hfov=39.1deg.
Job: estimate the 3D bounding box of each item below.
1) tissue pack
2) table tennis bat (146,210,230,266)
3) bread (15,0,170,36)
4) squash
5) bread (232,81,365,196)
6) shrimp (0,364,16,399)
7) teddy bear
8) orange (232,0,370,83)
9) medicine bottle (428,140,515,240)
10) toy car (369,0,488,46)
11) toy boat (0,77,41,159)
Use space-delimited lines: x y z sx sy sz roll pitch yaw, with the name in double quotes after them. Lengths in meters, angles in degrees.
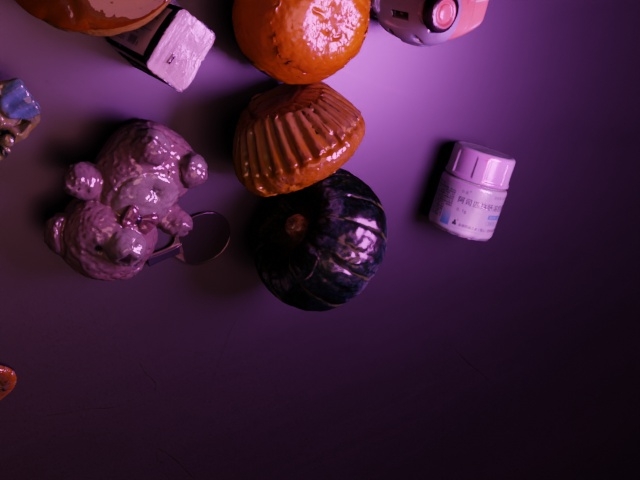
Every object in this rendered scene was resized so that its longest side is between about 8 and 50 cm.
-0.235 -0.292 1.315 0.090 0.170 0.103 32 92 -40 "tissue pack"
-0.226 0.005 1.553 0.158 0.014 0.095 -23 123 -22 "table tennis bat"
-0.299 -0.401 1.186 0.270 0.148 0.270 0 91 -6 "bread"
0.000 0.000 1.540 0.165 0.252 0.252 29 95 -30 "squash"
-0.040 -0.167 1.456 0.240 0.240 0.139 -31 114 -16 "bread"
-0.551 0.232 1.456 0.114 0.023 0.083 27 99 -40 "shrimp"
-0.300 -0.059 1.396 0.236 0.151 0.267 32 89 -43 "teddy bear"
-0.031 -0.351 1.400 0.219 0.193 0.219 -9 125 -13 "orange"
0.293 -0.096 1.746 0.135 0.135 0.168 8 106 -33 "medicine bottle"
0.200 -0.466 1.504 0.212 0.180 0.270 -19 121 -35 "toy car"
-0.523 -0.127 1.250 0.276 0.084 0.111 -44 142 -18 "toy boat"
